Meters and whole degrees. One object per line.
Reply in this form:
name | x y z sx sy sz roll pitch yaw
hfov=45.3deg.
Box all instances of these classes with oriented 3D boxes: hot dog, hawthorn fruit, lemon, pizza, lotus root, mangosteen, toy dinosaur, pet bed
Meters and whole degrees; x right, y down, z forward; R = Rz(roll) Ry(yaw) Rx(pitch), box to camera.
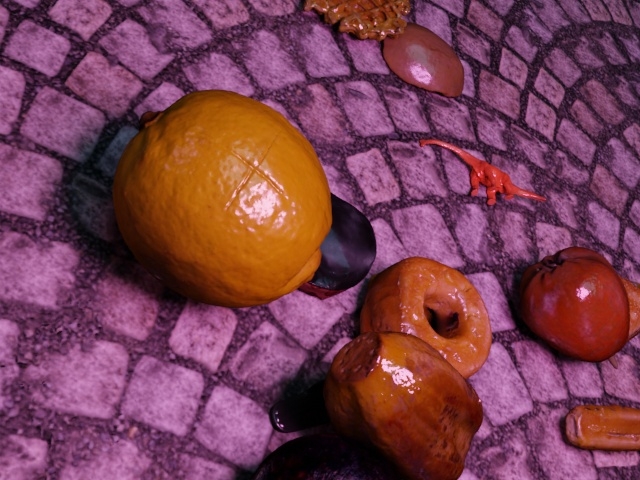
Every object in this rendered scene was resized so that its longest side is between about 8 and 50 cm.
hot dog | 0.543 0.337 1.375 0.289 0.068 0.083 12 80 -31
hawthorn fruit | 0.475 0.136 1.382 0.251 0.199 0.199 52 48 -9
lemon | -0.129 -0.052 1.043 0.297 0.297 0.297 16 56 -24
pizza | 0.579 0.107 1.544 0.185 0.052 0.195 -29 85 -33
lotus root | 0.105 0.225 1.049 0.291 0.193 0.193 47 38 -46
mangosteen | 0.004 0.347 0.949 0.216 0.216 0.216 16 56 -24
toy dinosaur | 0.321 -0.128 1.524 0.280 0.055 0.101 24 43 -16
pet bed | 0.000 0.000 1.242 0.201 0.053 0.201 17 55 -25

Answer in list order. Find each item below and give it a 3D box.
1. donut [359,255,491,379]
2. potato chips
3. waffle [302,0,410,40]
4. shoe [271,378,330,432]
donut | 0.168 0.135 1.228 0.227 0.114 0.226 17 54 -25
potato chips | 0.229 -0.391 1.618 0.208 0.062 0.195 48 47 5
waffle | 0.069 -0.513 1.582 0.245 0.052 0.254 11 55 -14
shoe | 0.003 0.232 1.106 0.159 0.053 0.062 -15 68 -35
